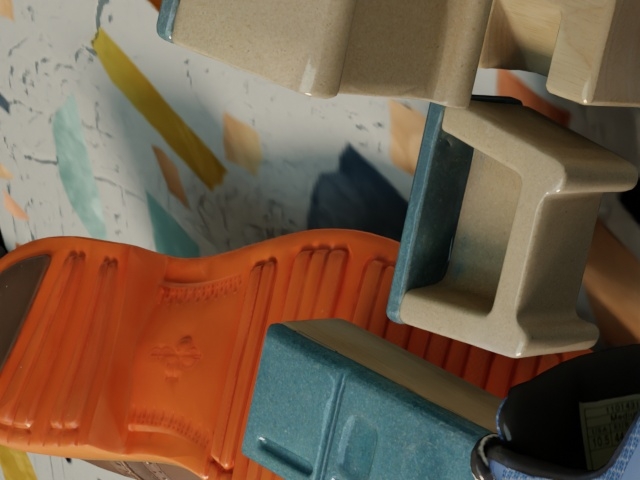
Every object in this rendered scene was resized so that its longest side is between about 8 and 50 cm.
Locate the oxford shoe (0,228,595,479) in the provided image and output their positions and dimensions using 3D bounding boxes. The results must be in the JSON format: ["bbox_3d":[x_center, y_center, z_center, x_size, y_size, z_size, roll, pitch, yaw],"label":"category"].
[{"bbox_3d":[0.003,0.069,0.850,0.363,0.130,0.132,12,170,42],"label":"oxford shoe"}]

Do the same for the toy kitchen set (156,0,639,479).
[{"bbox_3d":[0.000,0.000,0.640,0.122,0.166,0.207,24,108,43],"label":"toy kitchen set"}]

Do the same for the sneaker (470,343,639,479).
[{"bbox_3d":[0.119,0.108,0.603,0.330,0.129,0.147,106,147,-63],"label":"sneaker"}]

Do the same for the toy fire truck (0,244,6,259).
[{"bbox_3d":[-0.212,0.062,1.235,0.192,0.047,0.135,32,142,40],"label":"toy fire truck"}]
